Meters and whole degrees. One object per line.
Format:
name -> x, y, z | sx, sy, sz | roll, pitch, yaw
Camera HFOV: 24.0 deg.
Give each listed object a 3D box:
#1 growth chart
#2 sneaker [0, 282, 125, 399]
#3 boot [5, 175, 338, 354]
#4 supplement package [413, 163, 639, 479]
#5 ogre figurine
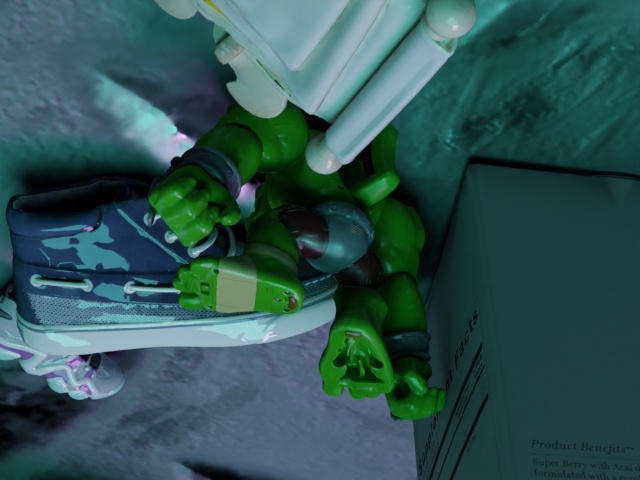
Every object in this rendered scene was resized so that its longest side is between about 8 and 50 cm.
growth chart -> -0.043, -0.129, 0.517 | 0.237, 0.021, 0.172 | 52, 157, -7
sneaker -> -0.148, 0.055, 0.886 | 0.098, 0.038, 0.069 | 25, 132, -25
boot -> -0.074, 0.008, 0.821 | 0.190, 0.069, 0.086 | -7, 118, -8
supplement package -> 0.153, 0.127, 0.779 | 0.178, 0.293, 0.175 | 6, 136, -7
ogre figurine -> 0.000, 0.000, 0.767 | 0.197, 0.118, 0.097 | 26, 139, -17
